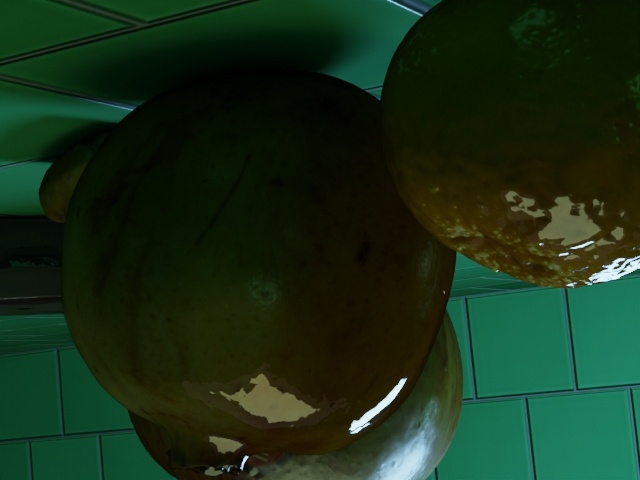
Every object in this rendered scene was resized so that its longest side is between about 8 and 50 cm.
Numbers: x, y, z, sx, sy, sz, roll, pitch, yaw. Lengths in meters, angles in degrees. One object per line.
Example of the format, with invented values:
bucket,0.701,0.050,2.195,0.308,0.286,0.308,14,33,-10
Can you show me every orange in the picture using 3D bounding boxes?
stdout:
orange,0.116,-0.057,0.716,0.178,0.155,0.177,32,180,0

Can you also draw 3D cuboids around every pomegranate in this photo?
pomegranate,-0.044,0.021,0.888,0.264,0.264,0.264,-5,174,-1

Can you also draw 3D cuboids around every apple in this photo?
apple,-0.024,0.139,1.622,0.400,0.333,0.400,10,179,0

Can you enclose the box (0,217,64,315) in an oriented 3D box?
box,-0.339,0.031,1.476,0.215,0.086,0.215,-2,172,-30

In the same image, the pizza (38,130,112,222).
pizza,-0.081,-0.040,1.126,0.297,0.071,0.189,-2,172,-35
